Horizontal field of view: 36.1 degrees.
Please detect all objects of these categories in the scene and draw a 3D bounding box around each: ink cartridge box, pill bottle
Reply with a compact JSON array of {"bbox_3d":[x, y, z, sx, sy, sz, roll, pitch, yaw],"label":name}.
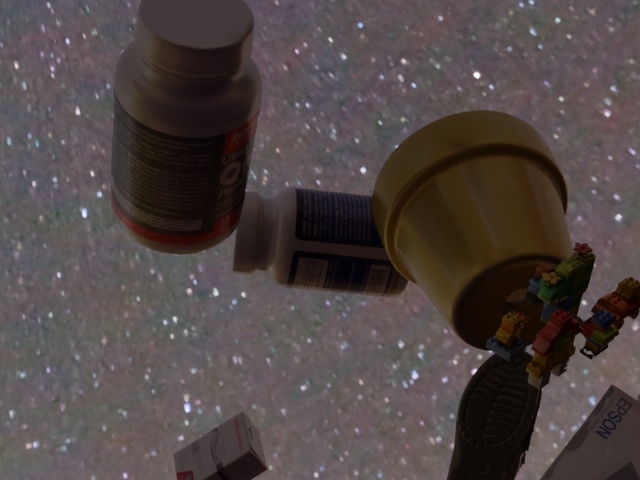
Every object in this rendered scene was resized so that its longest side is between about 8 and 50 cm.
[{"bbox_3d":[-0.175,0.386,1.719,0.150,0.109,0.063,-32,-59,5],"label":"ink cartridge box"},{"bbox_3d":[0.338,0.284,1.001,0.223,0.224,0.045,-40,-25,-36],"label":"ink cartridge box"},{"bbox_3d":[0.000,0.000,1.482,0.264,0.153,0.153,6,-57,-8],"label":"pill bottle"},{"bbox_3d":[-0.165,-0.146,1.201,0.176,0.176,0.319,-7,-39,-19],"label":"pill bottle"}]

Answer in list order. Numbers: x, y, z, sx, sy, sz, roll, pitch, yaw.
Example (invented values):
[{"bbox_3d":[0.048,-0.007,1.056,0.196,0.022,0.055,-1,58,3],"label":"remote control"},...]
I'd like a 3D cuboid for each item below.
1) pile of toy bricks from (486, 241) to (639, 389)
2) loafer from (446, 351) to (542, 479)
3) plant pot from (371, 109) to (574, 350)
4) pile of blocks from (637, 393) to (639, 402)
[{"bbox_3d":[0.264,0.054,1.039,0.212,0.118,0.105,-25,-47,-37],"label":"pile of toy bricks"},{"bbox_3d":[0.221,0.255,1.265,0.087,0.094,0.251,-3,-67,-63],"label":"loafer"},{"bbox_3d":[0.213,0.002,1.253,0.254,0.239,0.254,-7,-49,-8],"label":"plant pot"},{"bbox_3d":[0.704,0.425,1.953,0.149,0.113,0.362,-12,-41,44],"label":"pile of blocks"}]
